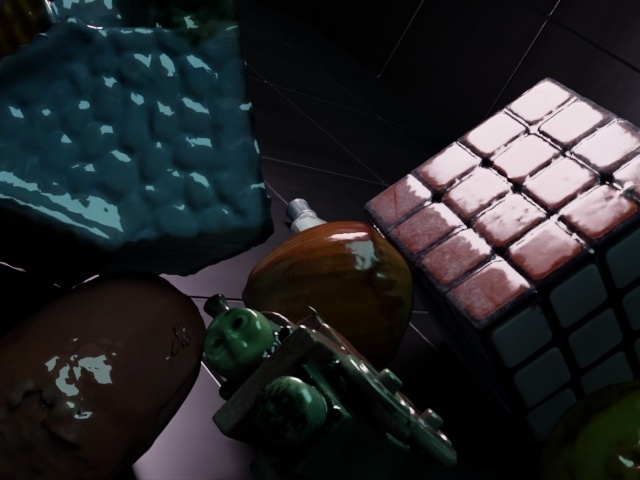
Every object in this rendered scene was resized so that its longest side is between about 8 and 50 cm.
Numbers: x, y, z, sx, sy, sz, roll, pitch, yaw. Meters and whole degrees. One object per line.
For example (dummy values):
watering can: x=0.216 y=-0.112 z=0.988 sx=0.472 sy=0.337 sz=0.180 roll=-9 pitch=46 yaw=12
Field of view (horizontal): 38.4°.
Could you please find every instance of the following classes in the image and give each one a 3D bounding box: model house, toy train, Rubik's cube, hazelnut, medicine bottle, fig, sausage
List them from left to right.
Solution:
model house: x=-0.275 y=-0.095 z=0.895 sx=0.338 sy=0.298 sz=0.360 roll=-9 pitch=-3 yaw=-24
sausage: x=-0.189 y=0.115 z=0.762 sx=0.152 sy=0.152 sz=0.280 roll=31 pitch=19 yaw=2
toy train: x=-0.001 y=0.154 z=0.863 sx=0.221 sy=0.150 sz=0.304 roll=46 pitch=1 yaw=33
medicine bottle: x=0.000 y=0.000 z=1.489 sx=0.090 sy=0.054 sz=0.208 roll=18 pitch=22 yaw=-35
hazelnut: x=0.015 y=0.064 z=1.155 sx=0.210 sy=0.186 sz=0.210 roll=35 pitch=30 yaw=-24
Rubik's cube: x=0.317 y=0.043 z=1.251 sx=0.337 sy=0.343 sz=0.344 roll=57 pitch=0 yaw=-38
fig: x=0.385 y=0.294 z=1.085 sx=0.239 sy=0.239 sz=0.271 roll=47 pitch=-4 yaw=41
